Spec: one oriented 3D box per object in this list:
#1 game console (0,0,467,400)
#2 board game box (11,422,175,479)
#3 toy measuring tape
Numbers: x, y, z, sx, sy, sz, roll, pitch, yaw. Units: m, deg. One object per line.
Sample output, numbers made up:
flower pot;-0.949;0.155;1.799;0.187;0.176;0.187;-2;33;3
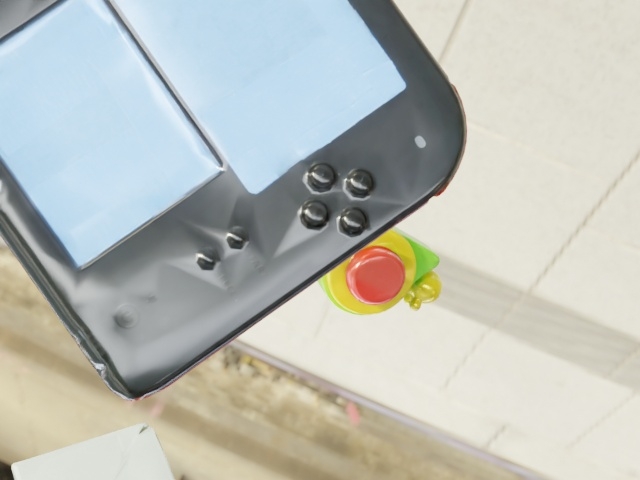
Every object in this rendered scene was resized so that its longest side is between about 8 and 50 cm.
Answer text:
game console;-0.115;-0.126;1.029;0.386;0.342;0.060;55;170;1
board game box;-0.106;0.300;0.882;0.303;0.098;0.224;89;159;-46
toy measuring tape;0.000;0.000;1.567;0.330;0.121;0.121;30;156;-23
